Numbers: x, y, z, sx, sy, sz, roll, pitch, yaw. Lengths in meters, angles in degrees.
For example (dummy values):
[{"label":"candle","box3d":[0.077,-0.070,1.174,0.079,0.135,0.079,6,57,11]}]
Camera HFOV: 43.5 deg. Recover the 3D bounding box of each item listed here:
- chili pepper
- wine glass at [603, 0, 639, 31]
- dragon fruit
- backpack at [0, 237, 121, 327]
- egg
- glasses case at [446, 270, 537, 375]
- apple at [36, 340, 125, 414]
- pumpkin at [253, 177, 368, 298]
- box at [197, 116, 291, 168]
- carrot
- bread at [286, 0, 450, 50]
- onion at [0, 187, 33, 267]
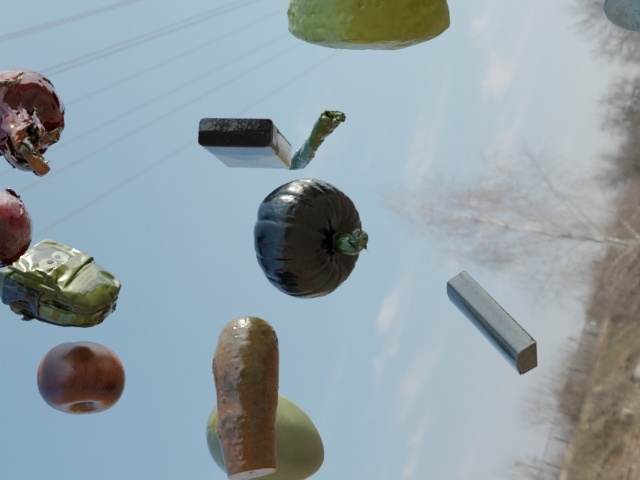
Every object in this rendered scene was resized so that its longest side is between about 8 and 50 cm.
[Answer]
[{"label":"chili pepper","box3d":[-0.038,-0.269,2.286,0.084,0.359,0.077,-12,-104,-31]},{"label":"wine glass","box3d":[0.582,-0.471,1.412,0.204,0.111,0.111,-60,-26,-17]},{"label":"dragon fruit","box3d":[-0.284,-0.115,0.766,0.094,0.190,0.094,-10,-66,-25]},{"label":"backpack","box3d":[-0.581,0.110,1.812,0.207,0.253,0.140,-55,-15,-58]},{"label":"egg","box3d":[-0.123,0.459,1.855,0.218,0.295,0.218,-52,23,33]},{"label":"glasses case","box3d":[0.298,0.143,1.403,0.047,0.205,0.071,-29,-44,-11]},{"label":"apple","box3d":[-0.555,0.313,1.863,0.201,0.201,0.162,61,-162,-60]},{"label":"pumpkin","box3d":[0.000,0.000,1.615,0.248,0.247,0.248,-48,-35,-49]},{"label":"box","box3d":[-0.165,-0.219,1.827,0.259,0.168,0.071,27,-115,-81]},{"label":"carrot","box3d":[-0.137,0.292,1.522,0.139,0.138,0.302,60,-162,-60]},{"label":"bread","box3d":[0.093,-0.552,1.642,0.348,0.348,0.308,-43,-46,-53]},{"label":"onion","box3d":[-0.657,-0.006,1.601,0.195,0.159,0.160,-111,14,-51]}]
